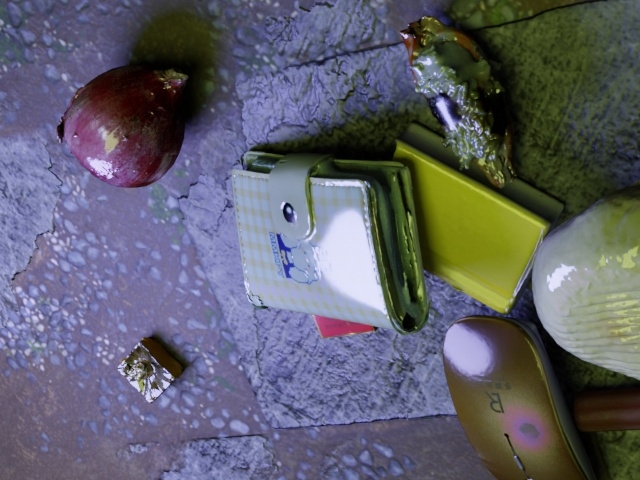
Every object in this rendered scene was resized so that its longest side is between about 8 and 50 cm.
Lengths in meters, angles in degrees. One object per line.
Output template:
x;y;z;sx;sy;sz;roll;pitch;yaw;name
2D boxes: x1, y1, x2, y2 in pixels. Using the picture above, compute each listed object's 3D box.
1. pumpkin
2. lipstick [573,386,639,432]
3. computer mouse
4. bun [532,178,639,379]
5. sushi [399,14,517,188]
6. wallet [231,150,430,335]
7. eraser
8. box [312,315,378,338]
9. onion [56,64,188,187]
-0.253;0.190;2.370;0.083;0.054;0.074;45;126;6;pumpkin
0.476;0.196;1.938;0.356;0.057;0.057;-8;113;34;lipstick
0.254;0.227;2.048;0.158;0.072;0.310;3;128;42;computer mouse
0.419;0.027;1.772;0.361;0.213;0.361;11;148;7;bun
0.174;-0.162;1.878;0.097;0.103;0.226;-26;105;22;sushi
0.000;0.000;2.032;0.309;0.077;0.223;8;116;50;wallet
0.173;-0.023;1.978;0.226;0.069;0.158;30;127;13;eraser
0.019;0.067;2.154;0.090;0.023;0.133;-9;113;32;box
-0.237;-0.162;2.093;0.159;0.159;0.195;46;117;-1;onion
